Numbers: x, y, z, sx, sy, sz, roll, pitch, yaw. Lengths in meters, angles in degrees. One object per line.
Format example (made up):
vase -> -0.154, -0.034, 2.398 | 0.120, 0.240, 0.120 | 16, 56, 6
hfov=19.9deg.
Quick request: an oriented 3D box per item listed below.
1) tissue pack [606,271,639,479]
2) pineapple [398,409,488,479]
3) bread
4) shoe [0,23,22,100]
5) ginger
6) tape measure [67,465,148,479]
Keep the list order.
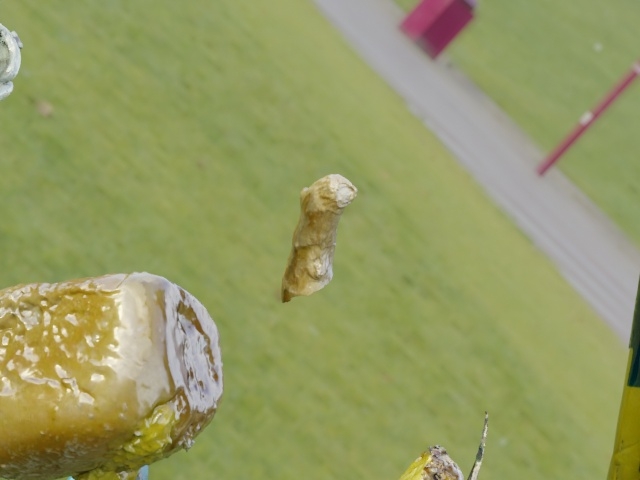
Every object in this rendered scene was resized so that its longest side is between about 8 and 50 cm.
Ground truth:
tissue pack -> 0.448, 0.197, 1.785 | 0.253, 0.416, 0.264 | -22, 40, -36
pineapple -> 0.093, 0.352, 1.843 | 0.161, 0.334, 0.158 | 42, -21, 2
bread -> -0.219, 0.132, 1.604 | 0.195, 0.246, 0.176 | 34, 52, -64
shoe -> -0.397, -0.147, 1.864 | 0.132, 0.211, 0.342 | 61, -11, 6
ginger -> -0.003, -0.003, 1.591 | 0.044, 0.137, 0.057 | 12, 31, -5
tape measure -> -0.255, 0.308, 2.138 | 0.081, 0.146, 0.125 | 9, 8, 18
